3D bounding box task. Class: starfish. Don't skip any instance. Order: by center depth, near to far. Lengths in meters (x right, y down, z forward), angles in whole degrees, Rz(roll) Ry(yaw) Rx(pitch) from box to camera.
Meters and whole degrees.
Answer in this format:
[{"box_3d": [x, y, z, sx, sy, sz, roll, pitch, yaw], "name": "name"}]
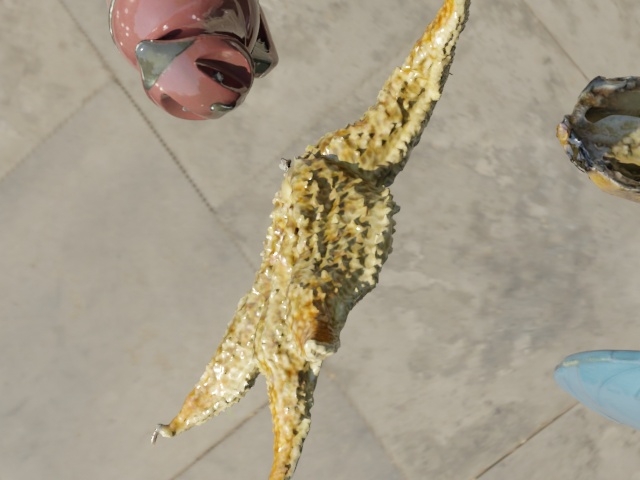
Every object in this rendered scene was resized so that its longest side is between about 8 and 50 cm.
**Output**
[{"box_3d": [-0.011, 0.015, 0.846, 0.084, 0.301, 0.294, 28, 60, -8], "name": "starfish"}]

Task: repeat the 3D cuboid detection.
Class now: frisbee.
[{"box_3d": [0.362, 0.169, 1.279, 0.289, 0.289, 0.049, 9, 73, 19], "name": "frisbee"}]

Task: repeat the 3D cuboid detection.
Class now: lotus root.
[{"box_3d": [0.354, -0.079, 1.276, 0.078, 0.329, 0.167, -55, 45, 48], "name": "lotus root"}]

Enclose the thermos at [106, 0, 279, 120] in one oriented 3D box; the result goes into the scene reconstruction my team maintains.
[{"box_3d": [-0.107, -0.197, 1.012, 0.109, 0.136, 0.330, -18, 46, 1], "name": "thermos"}]
